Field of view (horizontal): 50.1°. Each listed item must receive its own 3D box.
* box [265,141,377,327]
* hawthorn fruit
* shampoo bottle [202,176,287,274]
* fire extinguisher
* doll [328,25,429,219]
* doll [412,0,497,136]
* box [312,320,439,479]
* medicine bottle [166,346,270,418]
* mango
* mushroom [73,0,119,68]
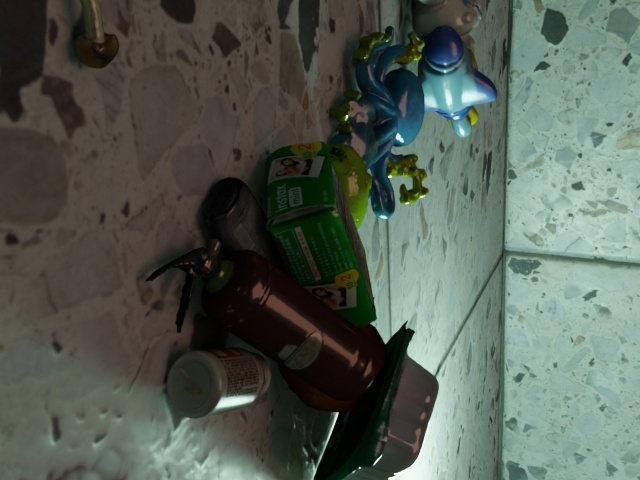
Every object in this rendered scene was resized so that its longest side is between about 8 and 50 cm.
[{"bbox_3d":[0.000,0.000,0.989,0.180,0.102,0.250,-97,168,-51],"label":"box"},{"bbox_3d":[0.032,0.170,1.075,0.194,0.157,0.157,-54,153,3],"label":"hawthorn fruit"},{"bbox_3d":[-0.088,0.014,0.934,0.234,0.049,0.087,63,39,-50],"label":"shampoo bottle"},{"bbox_3d":[-0.069,0.104,0.859,0.344,0.102,0.138,39,55,-34],"label":"fire extinguisher"},{"bbox_3d":[0.109,-0.215,1.285,0.341,0.098,0.346,-33,121,-44],"label":"doll"},{"bbox_3d":[0.289,-0.413,1.494,0.375,0.187,0.366,-10,97,-46],"label":"doll"},{"bbox_3d":[0.099,0.317,1.154,0.264,0.105,0.337,-64,180,-35],"label":"box"},{"bbox_3d":[-0.122,0.175,0.859,0.140,0.079,0.079,12,84,-64],"label":"medicine bottle"},{"bbox_3d":[0.032,-0.071,1.119,0.119,0.100,0.179,-47,144,-56],"label":"mango"},{"bbox_3d":[-0.209,-0.314,0.623,0.068,0.043,0.307,-28,120,-81],"label":"mushroom"}]
